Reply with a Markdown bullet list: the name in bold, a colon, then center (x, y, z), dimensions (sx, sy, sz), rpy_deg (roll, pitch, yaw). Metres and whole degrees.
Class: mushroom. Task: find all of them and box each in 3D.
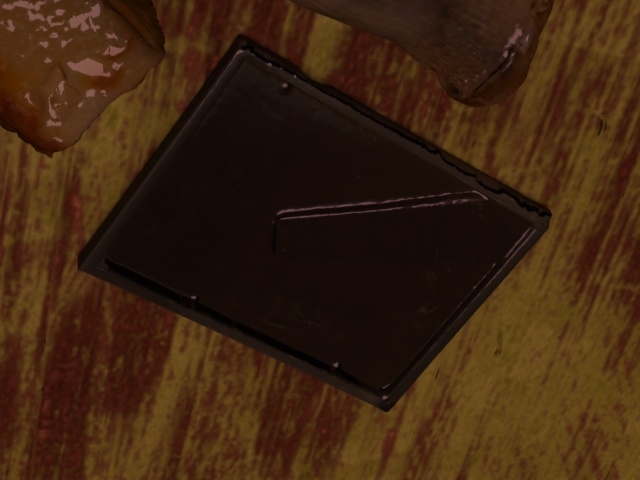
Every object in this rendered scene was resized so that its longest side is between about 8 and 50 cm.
- **mushroom**: center (0.003, -0.200, 0.869), dimensions (0.351, 0.095, 0.123), rpy_deg (34, 92, -32)

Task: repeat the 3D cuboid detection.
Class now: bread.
- **bread**: center (-0.217, -0.191, 0.795), dimensions (0.114, 0.185, 0.275), rpy_deg (-37, 125, 9)

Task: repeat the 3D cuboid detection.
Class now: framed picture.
- **framed picture**: center (0.000, 0.000, 1.076), dimensions (0.289, 0.016, 0.213), rpy_deg (27, 114, -27)
